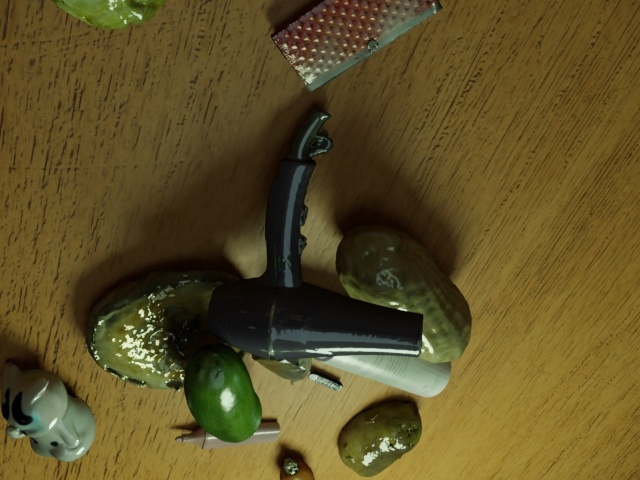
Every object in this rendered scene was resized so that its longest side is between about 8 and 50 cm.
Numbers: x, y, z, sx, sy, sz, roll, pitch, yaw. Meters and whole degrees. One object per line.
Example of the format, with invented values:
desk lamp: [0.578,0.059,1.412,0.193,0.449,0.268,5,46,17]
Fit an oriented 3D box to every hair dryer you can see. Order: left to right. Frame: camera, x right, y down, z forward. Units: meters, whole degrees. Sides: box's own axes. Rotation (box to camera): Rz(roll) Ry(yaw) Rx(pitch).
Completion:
hair dryer: [0.000,0.000,0.989,0.301,0.121,0.361,5,107,8]

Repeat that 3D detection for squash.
squash: [-0.152,0.261,1.163,0.107,0.107,0.395,-13,155,-6]

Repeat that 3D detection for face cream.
face cream: [0.076,0.181,1.232,0.345,0.102,0.102,26,118,-34]

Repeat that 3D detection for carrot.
carrot: [-0.027,0.546,1.543,0.069,0.069,0.336,-20,136,-1]

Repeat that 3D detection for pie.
pie: [-0.224,0.140,1.130,0.274,0.055,0.274,-9,132,-10]

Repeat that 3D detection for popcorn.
popcorn: [-0.212,-0.281,0.717,0.135,0.162,0.141,43,70,-8]

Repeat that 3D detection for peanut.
peanut: [0.132,0.086,1.140,0.152,0.152,0.313,-33,132,12]

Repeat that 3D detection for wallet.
wallet: [0.045,-0.269,0.884,0.196,0.020,0.103,-31,132,10]

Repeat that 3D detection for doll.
doll: [-0.433,0.276,1.145,0.110,0.107,0.180,6,144,25]

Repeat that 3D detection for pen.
pen: [-0.174,0.365,1.358,0.197,0.032,0.053,2,130,-23]

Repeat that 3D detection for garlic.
garlic: [-0.053,0.196,1.232,0.084,0.066,0.152,-15,147,28]

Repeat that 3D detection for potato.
potato: [0.128,0.415,1.467,0.164,0.081,0.200,18,125,-31]

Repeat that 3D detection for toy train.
toy train: [0.007,0.256,1.330,0.083,0.017,0.017,31,113,-37]
